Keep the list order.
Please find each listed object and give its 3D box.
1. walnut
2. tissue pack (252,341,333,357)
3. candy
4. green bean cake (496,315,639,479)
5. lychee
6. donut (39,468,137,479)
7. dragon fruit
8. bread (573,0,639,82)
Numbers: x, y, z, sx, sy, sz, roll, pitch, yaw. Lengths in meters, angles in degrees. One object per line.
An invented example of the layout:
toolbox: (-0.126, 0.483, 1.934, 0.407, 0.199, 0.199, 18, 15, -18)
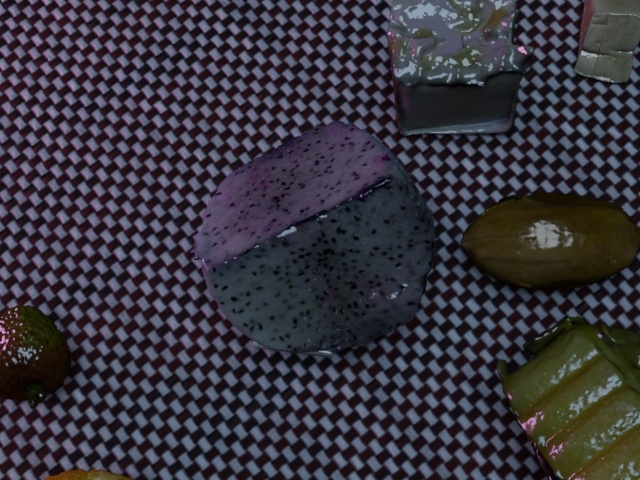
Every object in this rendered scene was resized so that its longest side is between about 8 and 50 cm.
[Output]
walnut: (0.303, 0.001, 1.329, 0.245, 0.137, 0.137, 4, 74, 0)
tissue pack: (-0.033, 0.121, 1.365, 0.108, 0.023, 0.056, 6, 73, 4)
candy: (0.183, -0.232, 1.377, 0.184, 0.195, 0.137, -2, 69, 7)
green bean cake: (0.388, 0.240, 1.211, 0.202, 0.285, 0.310, -40, 50, 15)
lychee: (-0.377, 0.150, 1.328, 0.114, 0.114, 0.146, -20, 60, -3)
donut: (-0.277, 0.426, 1.204, 0.302, 0.110, 0.303, 10, 54, -14)
dragon fruit: (0.000, 0.000, 1.317, 0.283, 0.204, 0.221, -26, 35, 5)
bread: (0.411, -0.311, 1.471, 0.077, 0.105, 0.152, 11, 43, 6)
